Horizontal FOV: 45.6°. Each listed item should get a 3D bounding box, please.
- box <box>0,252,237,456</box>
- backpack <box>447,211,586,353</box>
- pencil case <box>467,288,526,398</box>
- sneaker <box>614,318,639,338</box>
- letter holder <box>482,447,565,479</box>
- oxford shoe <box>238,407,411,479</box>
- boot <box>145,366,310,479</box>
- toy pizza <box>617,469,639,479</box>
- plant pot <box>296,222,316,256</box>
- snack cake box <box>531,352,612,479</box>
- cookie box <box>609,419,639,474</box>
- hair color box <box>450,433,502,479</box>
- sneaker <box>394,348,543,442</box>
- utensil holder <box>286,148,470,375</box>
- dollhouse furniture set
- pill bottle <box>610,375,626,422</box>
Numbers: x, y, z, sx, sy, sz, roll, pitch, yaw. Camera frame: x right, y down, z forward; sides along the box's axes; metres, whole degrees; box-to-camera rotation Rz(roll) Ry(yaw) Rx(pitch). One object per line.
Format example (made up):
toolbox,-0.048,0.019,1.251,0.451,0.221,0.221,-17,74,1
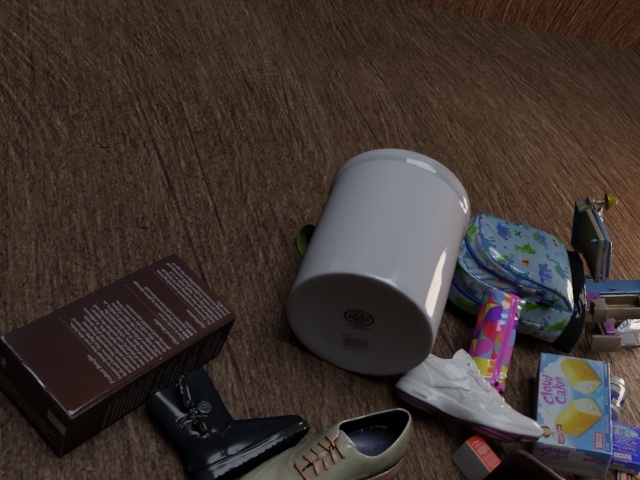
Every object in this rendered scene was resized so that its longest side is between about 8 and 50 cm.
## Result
box,-0.355,0.190,1.364,0.191,0.143,0.381,43,41,18
backpack,0.462,0.083,1.857,0.356,0.273,0.290,11,46,4
pencil case,0.382,0.225,1.674,0.105,0.104,0.236,18,74,-10
sneaker,0.819,0.241,1.991,0.191,0.071,0.083,-20,67,-39
letter holder,0.388,0.544,1.319,0.302,0.214,0.152,41,42,16
oxford shoe,-0.009,0.386,1.314,0.397,0.146,0.140,-18,49,-35
boot,-0.164,0.311,1.366,0.247,0.094,0.207,-19,61,-33
toy pizza,0.732,0.552,1.636,0.201,0.032,0.201,15,42,-14
plant pot,0.000,0.000,1.811,0.079,0.083,0.083,-3,47,-48
snack cake box,0.540,0.372,1.644,0.152,0.089,0.264,8,38,13
cookie box,0.658,0.453,1.678,0.092,0.040,0.107,13,38,12
hair color box,0.326,0.458,1.489,0.043,0.072,0.141,-15,56,-38
sneaker,0.313,0.308,1.549,0.305,0.114,0.152,23,73,10
utensil holder,0.127,0.042,1.619,0.328,0.327,0.385,25,45,-2
dollhouse furniture set,0.750,0.068,1.885,0.198,0.303,0.286,-3,30,6
pill bottle,0.672,0.369,1.773,0.067,0.067,0.120,36,41,11
